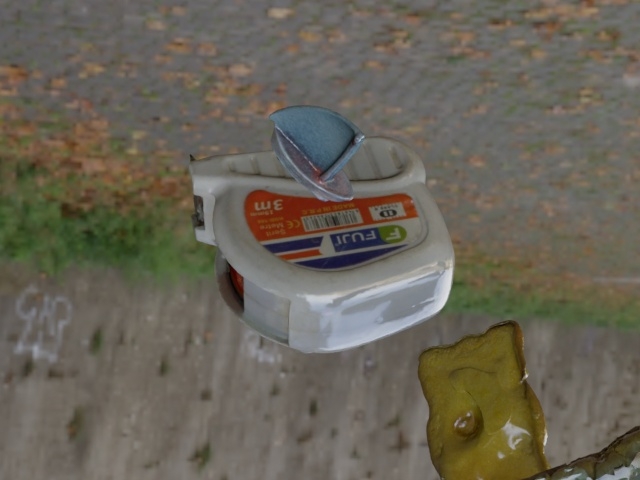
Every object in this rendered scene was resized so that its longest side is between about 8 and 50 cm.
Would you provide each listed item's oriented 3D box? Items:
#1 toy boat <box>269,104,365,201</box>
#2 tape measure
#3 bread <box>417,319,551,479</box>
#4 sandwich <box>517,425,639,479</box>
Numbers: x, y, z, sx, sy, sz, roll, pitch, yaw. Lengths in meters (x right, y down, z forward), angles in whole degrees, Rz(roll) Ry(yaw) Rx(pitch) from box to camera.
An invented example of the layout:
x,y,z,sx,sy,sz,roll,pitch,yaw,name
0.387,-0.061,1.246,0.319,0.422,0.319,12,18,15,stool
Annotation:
x,y,z,sx,sy,sz,roll,pitch,yaw,name
0.004,-0.081,0.955,0.096,0.034,0.122,45,155,1,toy boat
0.000,0.000,1.324,0.258,0.265,0.130,-8,138,-12,tape measure
0.217,0.233,1.563,0.161,0.233,0.088,-25,147,36,bread
0.269,0.227,0.798,0.301,0.271,0.099,-31,154,2,sandwich
